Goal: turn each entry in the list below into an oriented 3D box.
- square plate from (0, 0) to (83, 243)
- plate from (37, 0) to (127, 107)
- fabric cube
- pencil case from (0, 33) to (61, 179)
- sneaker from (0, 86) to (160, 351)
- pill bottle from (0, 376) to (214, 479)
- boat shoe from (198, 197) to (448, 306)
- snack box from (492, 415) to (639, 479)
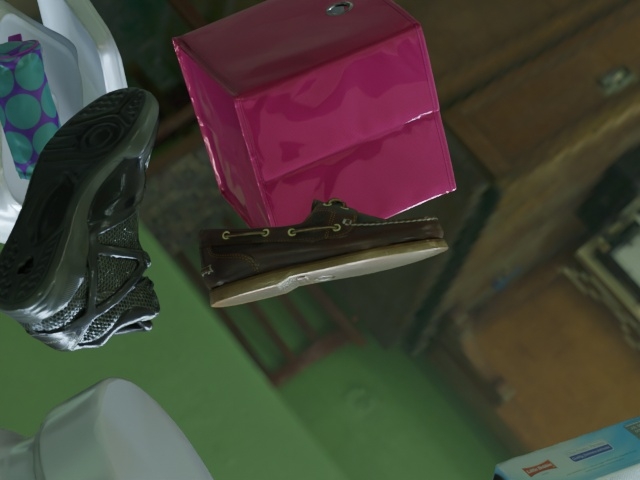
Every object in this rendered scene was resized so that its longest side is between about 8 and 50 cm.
[{"bbox_3d":[-0.396,-0.158,2.039,0.049,0.344,0.347,-6,170,15],"label":"square plate"},{"bbox_3d":[-0.340,-0.269,2.192,0.045,0.277,0.278,-24,144,-15],"label":"plate"},{"bbox_3d":[-0.010,-0.169,1.974,0.258,0.254,0.259,-23,123,-12],"label":"fabric cube"},{"bbox_3d":[-0.311,-0.139,1.603,0.064,0.152,0.070,-8,-155,10],"label":"pencil case"},{"bbox_3d":[-0.174,-0.009,1.201,0.130,0.087,0.228,56,42,-47],"label":"sneaker"},{"bbox_3d":[-0.241,0.243,0.930,0.363,0.210,0.210,-30,164,9],"label":"pill bottle"},{"bbox_3d":[0.000,0.000,1.253,0.207,0.073,0.073,-11,168,-2],"label":"boat shoe"},{"bbox_3d":[0.215,0.324,1.392,0.187,0.060,0.322,-12,126,-34],"label":"snack box"}]
